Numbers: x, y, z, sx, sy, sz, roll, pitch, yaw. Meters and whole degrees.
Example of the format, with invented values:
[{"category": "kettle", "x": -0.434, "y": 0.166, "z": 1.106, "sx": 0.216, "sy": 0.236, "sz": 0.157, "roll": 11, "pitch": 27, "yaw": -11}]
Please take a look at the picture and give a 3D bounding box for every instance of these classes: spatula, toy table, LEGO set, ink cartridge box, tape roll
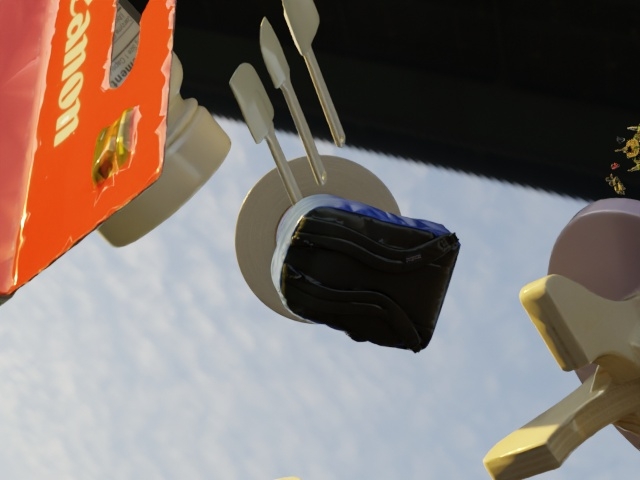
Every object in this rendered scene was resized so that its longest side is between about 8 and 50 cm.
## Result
[{"category": "spatula", "x": -0.021, "y": -0.133, "z": 1.360, "sx": 0.019, "sy": 0.168, "sz": 0.242, "roll": 3, "pitch": -37, "yaw": 23}, {"category": "toy table", "x": 0.261, "y": 0.115, "z": 1.063, "sx": 0.274, "sy": 0.161, "sz": 0.252, "roll": 49, "pitch": -50, "yaw": 1}, {"category": "LEGO set", "x": 0.332, "y": -0.088, "z": 1.433, "sx": 0.023, "sy": 0.054, "sz": 0.083, "roll": -1, "pitch": -35, "yaw": -24}, {"category": "ink cartridge box", "x": -0.237, "y": -0.083, "z": 0.806, "sx": 0.091, "sy": 0.308, "sz": 0.385, "roll": 29, "pitch": -45, "yaw": -35}, {"category": "tape roll", "x": 0.000, "y": 0.000, "z": 1.759, "sx": 0.219, "sy": 0.219, "sz": 0.072, "roll": 36, "pitch": -1, "yaw": 4}]

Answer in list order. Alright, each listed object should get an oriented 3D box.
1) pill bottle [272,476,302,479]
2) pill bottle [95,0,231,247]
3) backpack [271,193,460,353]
[{"category": "pill bottle", "x": -0.021, "y": 0.329, "z": 1.282, "sx": 0.108, "sy": 0.108, "sz": 0.193, "roll": -13, "pitch": -81, "yaw": 49}, {"category": "pill bottle", "x": -0.270, "y": -0.177, "z": 1.363, "sx": 0.361, "sy": 0.204, "sz": 0.204, "roll": 49, "pitch": -36, "yaw": -18}, {"category": "backpack", "x": 0.024, "y": 0.021, "z": 0.979, "sx": 0.120, "sy": 0.098, "sz": 0.101, "roll": 13, "pitch": 6, "yaw": -13}]
